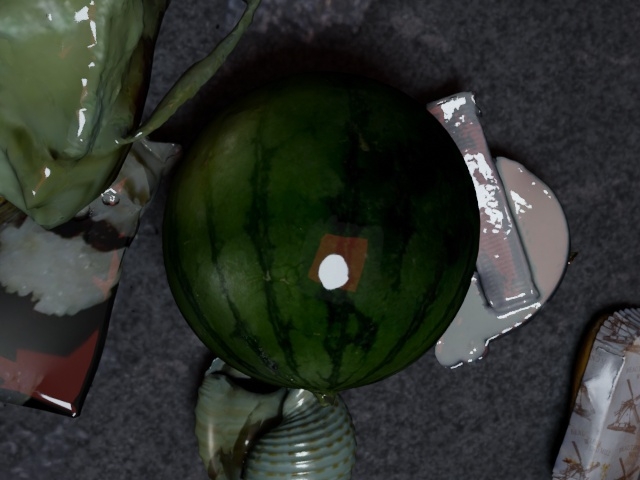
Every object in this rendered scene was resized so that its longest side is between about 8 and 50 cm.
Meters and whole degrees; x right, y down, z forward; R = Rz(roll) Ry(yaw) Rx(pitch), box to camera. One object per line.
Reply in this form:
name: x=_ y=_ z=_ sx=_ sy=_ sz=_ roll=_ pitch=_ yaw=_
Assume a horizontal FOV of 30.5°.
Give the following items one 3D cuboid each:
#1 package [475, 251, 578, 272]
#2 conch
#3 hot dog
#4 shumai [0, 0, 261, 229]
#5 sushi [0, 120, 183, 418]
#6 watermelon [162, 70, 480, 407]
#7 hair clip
package: x=0.155 y=0.016 z=1.026 sx=0.120 sy=0.031 sz=0.108 roll=43 pitch=93 yaw=-17
conch: x=-0.038 y=0.159 z=0.984 sx=0.135 sy=0.102 sz=0.153 roll=1 pitch=70 yaw=-5
hot dog: x=0.268 y=0.154 z=1.073 sx=0.108 sy=0.059 sz=0.191 roll=10 pitch=98 yaw=-28
shumai: x=-0.215 y=-0.181 z=0.739 sx=0.395 sy=0.395 sz=0.348 roll=-29 pitch=115 yaw=-4
sushi: x=-0.206 y=-0.004 z=0.917 sx=0.134 sy=0.109 sz=0.273 roll=22 pitch=82 yaw=-10
watermelon: x=0.000 y=-0.005 z=0.878 sx=0.242 sy=0.242 sz=0.242 roll=-3 pitch=104 yaw=-12
hair clip: x=0.134 y=-0.013 z=0.978 sx=0.140 sy=0.054 sz=0.220 roll=-19 pitch=94 yaw=-1
